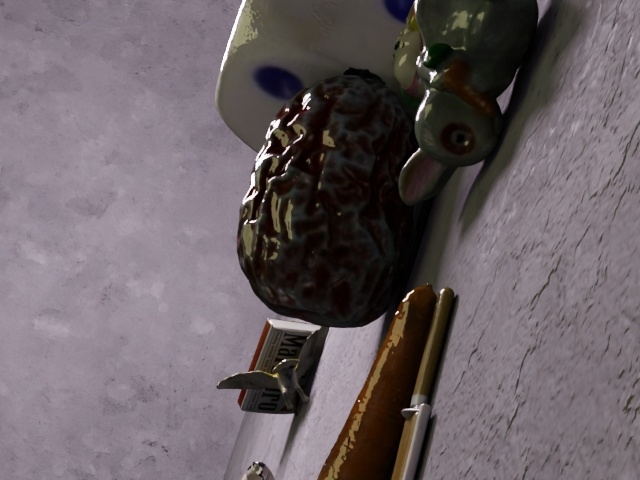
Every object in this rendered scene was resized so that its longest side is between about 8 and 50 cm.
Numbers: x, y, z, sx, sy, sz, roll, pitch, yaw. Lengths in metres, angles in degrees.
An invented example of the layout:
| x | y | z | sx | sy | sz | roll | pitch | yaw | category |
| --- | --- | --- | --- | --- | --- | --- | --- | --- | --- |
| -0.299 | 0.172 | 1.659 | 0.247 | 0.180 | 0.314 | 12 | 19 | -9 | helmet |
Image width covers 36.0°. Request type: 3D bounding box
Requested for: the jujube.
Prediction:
| x | y | z | sx | sy | sz | roll | pitch | yaw | category |
| --- | --- | --- | --- | --- | --- | --- | --- | --- | --- |
| 0.015 | -0.048 | 1.207 | 0.226 | 0.226 | 0.317 | 120 | 165 | -67 | jujube |

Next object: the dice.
| x | y | z | sx | sy | sz | roll | pitch | yaw | category |
| --- | --- | --- | --- | --- | --- | --- | --- | --- | --- |
| 0.032 | -0.274 | 1.427 | 0.277 | 0.304 | 0.304 | 115 | 173 | -58 | dice |

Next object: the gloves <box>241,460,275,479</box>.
| x | y | z | sx | sy | sz | roll | pitch | yaw | category |
| --- | --- | --- | --- | --- | --- | --- | --- | --- | --- |
| -0.093 | 0.388 | 1.403 | 0.127 | 0.111 | 0.212 | -47 | -1 | -6 | gloves |

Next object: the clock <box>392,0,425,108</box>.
| x | y | z | sx | sy | sz | roll | pitch | yaw | category |
| --- | --- | --- | --- | --- | --- | --- | --- | --- | --- |
| 0.153 | -0.258 | 1.181 | 0.144 | 0.103 | 0.231 | -62 | -4 | -58 | clock |

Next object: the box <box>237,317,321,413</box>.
| x | y | z | sx | sy | sz | roll | pitch | yaw | category |
| --- | --- | --- | --- | --- | --- | --- | --- | --- | --- |
| -0.069 | 0.226 | 1.761 | 0.036 | 0.115 | 0.177 | 47 | 123 | 53 | box |

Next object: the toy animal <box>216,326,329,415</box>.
| x | y | z | sx | sy | sz | roll | pitch | yaw | category |
| --- | --- | --- | --- | --- | --- | --- | --- | --- | --- |
| -0.060 | 0.256 | 1.699 | 0.095 | 0.219 | 0.155 | -134 | 25 | -67 | toy animal |

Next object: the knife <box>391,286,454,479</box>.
| x | y | z | sx | sy | sz | roll | pitch | yaw | category |
| --- | --- | --- | --- | --- | --- | --- | --- | --- | --- |
| 0.079 | 0.151 | 0.830 | 0.046 | 0.022 | 0.256 | 126 | 163 | -64 | knife |

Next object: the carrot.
| x | y | z | sx | sy | sz | roll | pitch | yaw | category |
| --- | --- | --- | --- | --- | --- | --- | --- | --- | --- |
| 0.061 | 0.136 | 0.901 | 0.061 | 0.061 | 0.209 | 162 | 130 | -85 | carrot |

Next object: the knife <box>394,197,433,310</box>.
| x | y | z | sx | sy | sz | roll | pitch | yaw | category |
| --- | --- | --- | --- | --- | --- | --- | --- | --- | --- |
| 0.112 | 0.001 | 1.158 | 0.023 | 0.010 | 0.170 | 97 | -170 | -82 | knife |

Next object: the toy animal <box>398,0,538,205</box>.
| x | y | z | sx | sy | sz | roll | pitch | yaw | category |
| --- | --- | --- | --- | --- | --- | --- | --- | --- | --- |
| 0.144 | -0.140 | 0.947 | 0.138 | 0.108 | 0.236 | -20 | -60 | -39 | toy animal |
